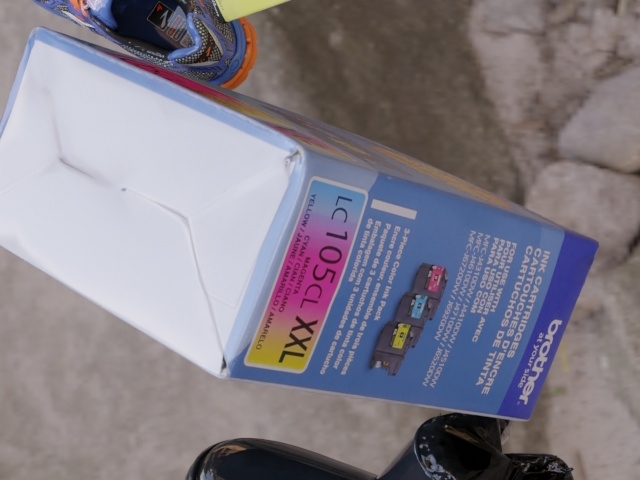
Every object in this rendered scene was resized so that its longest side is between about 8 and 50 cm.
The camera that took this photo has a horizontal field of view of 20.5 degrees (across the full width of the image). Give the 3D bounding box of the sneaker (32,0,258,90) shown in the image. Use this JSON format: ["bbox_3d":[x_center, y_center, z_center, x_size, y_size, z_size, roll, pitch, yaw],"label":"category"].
[{"bbox_3d":[-0.149,-0.183,1.284,0.221,0.087,0.083,27,96,14],"label":"sneaker"}]

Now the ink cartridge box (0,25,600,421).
[{"bbox_3d":[0.000,0.000,1.219,0.270,0.395,0.151,27,96,39],"label":"ink cartridge box"}]

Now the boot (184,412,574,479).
[{"bbox_3d":[0.041,0.176,1.306,0.207,0.246,0.094,124,164,-54],"label":"boot"}]

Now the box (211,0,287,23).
[{"bbox_3d":[-0.007,-0.191,1.144,0.058,0.087,0.232,67,163,-9],"label":"box"}]
